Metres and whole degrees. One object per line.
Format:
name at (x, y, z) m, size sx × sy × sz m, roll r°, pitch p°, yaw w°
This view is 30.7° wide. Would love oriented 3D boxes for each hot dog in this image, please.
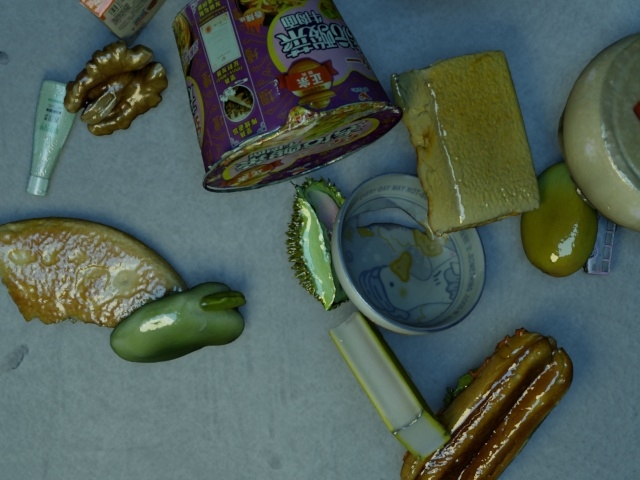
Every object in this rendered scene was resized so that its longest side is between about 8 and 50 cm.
hot dog at (0.268, 0.291, 1.917) m, size 0.158 × 0.117 × 0.349 m, roll 32°, pitch 98°, yaw -28°

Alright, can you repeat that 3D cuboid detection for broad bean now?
broad bean at (-0.227, 0.138, 1.887) m, size 0.228 × 0.169 × 0.100 m, roll -28°, pitch 67°, yaw -2°

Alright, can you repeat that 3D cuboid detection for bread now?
bread at (0.236, -0.158, 1.884) m, size 0.185 × 0.114 × 0.275 m, roll -13°, pitch 86°, yaw -29°

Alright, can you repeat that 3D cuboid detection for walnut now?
walnut at (-0.338, -0.256, 1.912) m, size 0.170 × 0.069 × 0.143 m, roll -36°, pitch 127°, yaw 6°

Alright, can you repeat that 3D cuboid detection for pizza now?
pizza at (-0.399, 0.056, 1.928) m, size 0.365 × 0.074 × 0.182 m, roll 9°, pitch 89°, yaw -1°

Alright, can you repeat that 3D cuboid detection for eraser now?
eraser at (0.111, 0.229, 1.848) m, size 0.069 × 0.158 × 0.226 m, roll -37°, pitch 54°, yaw 5°

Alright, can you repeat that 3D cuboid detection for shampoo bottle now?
shampoo bottle at (-0.452, -0.169, 1.940) m, size 0.069 × 0.041 × 0.191 m, roll 15°, pitch 91°, yaw -6°

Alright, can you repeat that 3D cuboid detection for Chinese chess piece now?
Chinese chess piece at (0.552, -0.170, 1.863) m, size 0.338 × 0.140 × 0.338 m, roll 3°, pitch 78°, yaw -14°

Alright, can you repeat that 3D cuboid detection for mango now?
mango at (0.395, -0.037, 1.918) m, size 0.130 × 0.092 × 0.195 m, roll 14°, pitch 89°, yaw 31°

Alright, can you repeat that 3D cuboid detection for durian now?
durian at (-0.006, 0.000, 1.922) m, size 0.095 × 0.137 × 0.221 m, roll -6°, pitch 99°, yaw 32°

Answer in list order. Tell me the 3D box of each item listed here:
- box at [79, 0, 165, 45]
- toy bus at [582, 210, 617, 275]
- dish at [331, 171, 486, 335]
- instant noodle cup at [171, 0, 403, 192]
box at (-0.254, -0.442, 1.828) m, size 0.048 × 0.265 × 0.273 m, roll 38°, pitch 89°, yaw 1°
toy bus at (0.468, -0.007, 1.954) m, size 0.052 × 0.037 × 0.131 m, roll 7°, pitch 91°, yaw -3°
dish at (0.121, 0.037, 1.906) m, size 0.273 × 0.134 × 0.273 m, roll 10°, pitch 66°, yaw -24°
instant noodle cup at (-0.069, -0.257, 1.816) m, size 0.340 × 0.340 × 0.266 m, roll -20°, pitch 82°, yaw 0°
